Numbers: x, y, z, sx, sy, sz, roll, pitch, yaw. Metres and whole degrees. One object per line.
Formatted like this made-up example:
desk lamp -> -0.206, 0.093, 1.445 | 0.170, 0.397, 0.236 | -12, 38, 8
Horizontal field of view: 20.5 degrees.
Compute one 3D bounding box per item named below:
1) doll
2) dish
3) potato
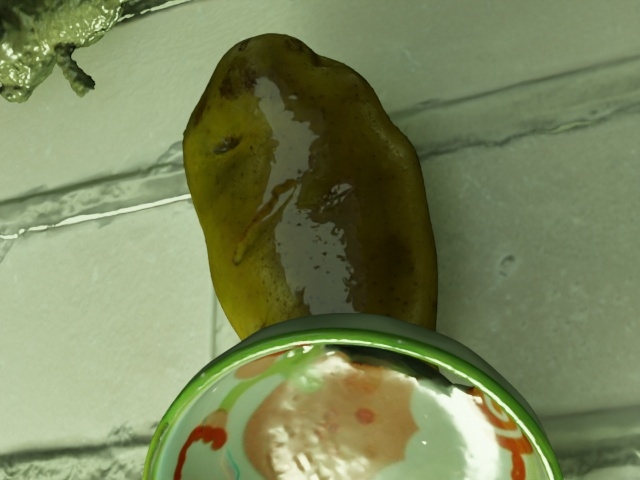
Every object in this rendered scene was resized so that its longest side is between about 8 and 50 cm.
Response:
doll -> -0.238, -0.235, 1.810 | 0.285, 0.091, 0.203 | 7, 93, 29
dish -> 0.030, 0.179, 1.378 | 0.324, 0.324, 0.124 | -39, 17, 24
potato -> 0.000, 0.000, 1.509 | 0.195, 0.176, 0.369 | -16, 72, -6
